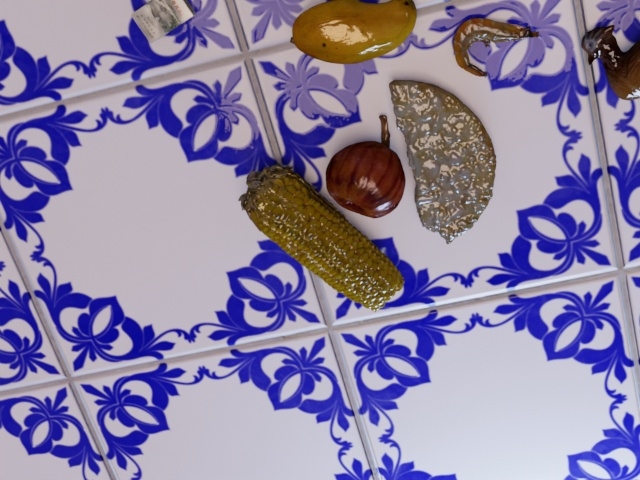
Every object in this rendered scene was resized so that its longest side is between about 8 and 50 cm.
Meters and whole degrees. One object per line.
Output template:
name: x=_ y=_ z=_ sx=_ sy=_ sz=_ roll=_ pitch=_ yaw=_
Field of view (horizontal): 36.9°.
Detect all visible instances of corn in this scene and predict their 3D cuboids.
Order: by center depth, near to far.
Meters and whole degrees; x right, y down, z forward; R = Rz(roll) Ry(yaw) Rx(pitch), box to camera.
corn: x=0.000 y=0.000 z=1.554 sx=0.318 sy=0.115 sz=0.115 roll=41 pitch=112 yaw=-13

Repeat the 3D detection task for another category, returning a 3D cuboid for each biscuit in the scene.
biscuit: x=0.204 y=-0.130 z=1.510 sx=0.141 sy=0.038 sz=0.289 roll=-12 pitch=115 yaw=10

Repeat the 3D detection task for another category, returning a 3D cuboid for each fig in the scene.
fig: x=0.067 y=-0.107 z=1.501 sx=0.128 sy=0.150 sz=0.128 roll=-6 pitch=148 yaw=-4

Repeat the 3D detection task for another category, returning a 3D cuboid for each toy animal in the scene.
toy animal: x=0.488 y=-0.286 z=1.392 sx=0.179 sy=0.089 sz=0.188 roll=38 pitch=119 yaw=4

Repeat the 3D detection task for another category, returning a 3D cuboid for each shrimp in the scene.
shrimp: x=0.263 y=-0.291 z=1.437 sx=0.127 sy=0.025 sz=0.091 roll=-2 pitch=115 yaw=11

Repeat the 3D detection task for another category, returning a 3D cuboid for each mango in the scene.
mango: x=0.049 y=-0.311 z=1.422 sx=0.190 sy=0.075 sz=0.098 roll=-7 pitch=120 yaw=1

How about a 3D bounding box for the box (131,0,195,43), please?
box: x=-0.239 y=-0.344 z=1.459 sx=0.083 sy=0.024 sz=0.054 roll=-28 pitch=108 yaw=17
